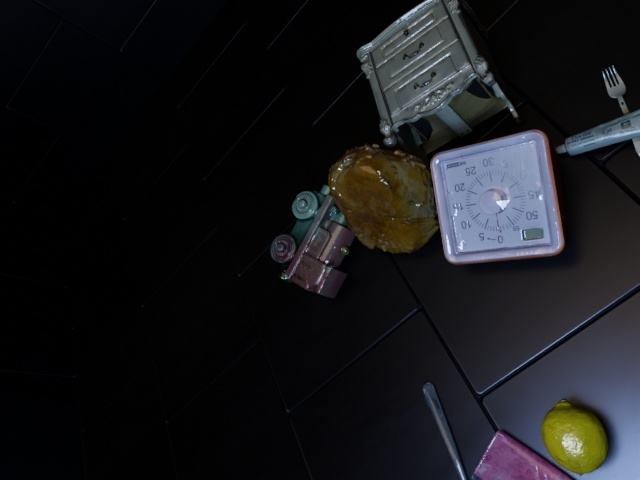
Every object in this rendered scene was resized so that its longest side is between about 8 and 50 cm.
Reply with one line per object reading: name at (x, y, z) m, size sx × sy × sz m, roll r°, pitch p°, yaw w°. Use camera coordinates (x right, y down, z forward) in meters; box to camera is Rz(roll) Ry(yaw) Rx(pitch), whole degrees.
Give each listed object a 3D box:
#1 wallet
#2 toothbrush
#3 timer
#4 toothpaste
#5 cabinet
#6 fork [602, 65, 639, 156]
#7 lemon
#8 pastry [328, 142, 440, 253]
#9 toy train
wallet at (0.413, 0.479, 0.995) m, size 0.232 × 0.025 × 0.119 m, roll 30°, pitch 93°, yaw 43°
toothbrush at (0.281, 0.445, 1.121) m, size 0.030 × 0.031 × 0.298 m, roll -21°, pitch 56°, yaw 4°
timer at (0.392, -0.078, 1.141) m, size 0.257 × 0.161 × 0.250 m, roll -9°, pitch 76°, yaw 39°
toothpaste at (0.596, -0.221, 1.079) m, size 0.218 × 0.041 × 0.064 m, roll -18°, pitch 68°, yaw 43°
cabinet at (0.289, -0.387, 1.297) m, size 0.289 × 0.227 × 0.318 m, roll -28°, pitch 57°, yaw 29°
fork at (0.640, -0.267, 1.088) m, size 0.034 × 0.028 × 0.220 m, roll -21°, pitch 65°, yaw 26°
lemon at (0.458, 0.355, 0.946) m, size 0.109 × 0.109 × 0.133 m, roll -22°, pitch 67°, yaw 34°
pastry at (0.162, -0.110, 1.281) m, size 0.254 × 0.311 × 0.162 m, roll 7°, pitch 49°, yaw 34°
toy train at (0.000, 0.000, 1.470) m, size 0.221 × 0.150 × 0.305 m, roll 28°, pitch 91°, yaw 33°
